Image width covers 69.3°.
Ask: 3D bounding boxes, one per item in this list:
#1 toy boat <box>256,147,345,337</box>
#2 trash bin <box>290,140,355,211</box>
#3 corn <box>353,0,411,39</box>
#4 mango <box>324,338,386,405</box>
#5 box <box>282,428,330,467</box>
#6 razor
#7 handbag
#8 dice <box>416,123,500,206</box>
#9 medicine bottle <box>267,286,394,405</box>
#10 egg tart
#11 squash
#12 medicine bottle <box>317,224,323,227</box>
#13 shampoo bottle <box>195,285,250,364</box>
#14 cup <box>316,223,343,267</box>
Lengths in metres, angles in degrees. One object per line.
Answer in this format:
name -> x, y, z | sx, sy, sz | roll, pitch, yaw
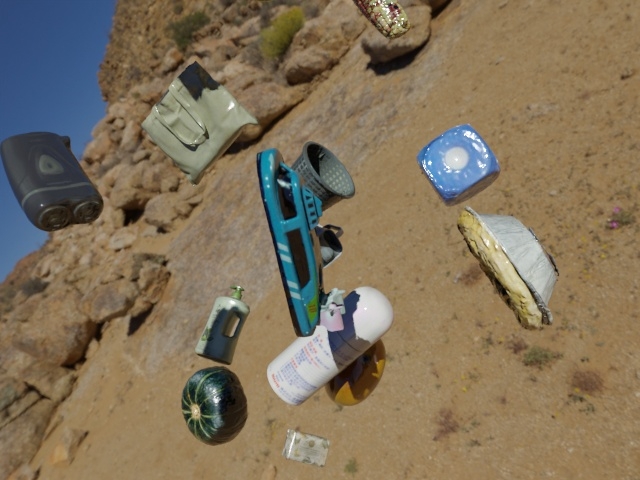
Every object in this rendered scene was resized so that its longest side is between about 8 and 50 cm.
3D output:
toy boat -> -0.025, -0.002, 0.736 | 0.092, 0.299, 0.134 | -10, 17, 6
trash bin -> -0.026, -0.131, 1.157 | 0.161, 0.175, 0.175 | -39, 23, 30
corn -> 0.126, -0.586, 1.116 | 0.086, 0.253, 0.086 | -34, -7, -5
mango -> 0.087, 0.353, 1.252 | 0.175, 0.139, 0.255 | -78, 8, -60
box -> -0.032, 0.462, 1.029 | 0.045, 0.098, 0.062 | -29, 43, 63
razor -> -0.778, -0.175, 1.341 | 0.204, 0.349, 0.113 | -17, -34, -39
handbag -> -0.375, -0.347, 1.397 | 0.315, 0.253, 0.109 | -36, 19, 30
dice -> 0.313, -0.168, 1.063 | 0.146, 0.143, 0.146 | -33, -13, 12
medicine bottle -> 0.029, 0.244, 1.103 | 0.341, 0.130, 0.130 | -44, 20, 17
egg tart -> 0.312, 0.033, 0.761 | 0.094, 0.234, 0.234 | -34, 23, 10
squash -> -0.350, 0.541, 1.532 | 0.252, 0.165, 0.252 | 2, 93, 42
medicine bottle -> -0.067, -0.047, 1.802 | 0.103, 0.186, 0.103 | -43, -24, -24
shampoo bottle -> -0.284, 0.247, 1.404 | 0.087, 0.118, 0.234 | 75, -151, -61
cup -> 0.000, 0.000, 1.337 | 0.128, 0.095, 0.129 | -41, 30, -13
